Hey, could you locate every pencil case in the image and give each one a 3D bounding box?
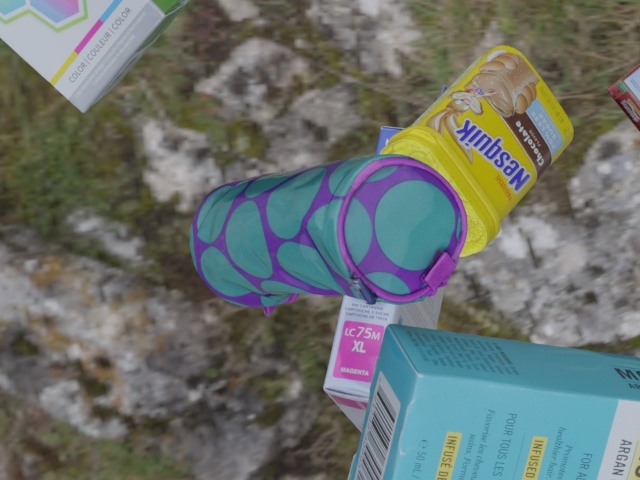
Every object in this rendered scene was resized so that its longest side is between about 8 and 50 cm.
[{"bbox_3d":[0.000,0.000,0.796,0.070,0.064,0.151,58,154,-15],"label":"pencil case"}]

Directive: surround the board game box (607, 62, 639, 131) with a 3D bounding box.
[{"bbox_3d":[0.366,-0.052,1.390,0.281,0.145,0.027,52,157,0],"label":"board game box"}]

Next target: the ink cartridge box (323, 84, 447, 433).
[{"bbox_3d":[0.079,0.023,1.684,0.065,0.186,0.311,10,73,17],"label":"ink cartridge box"}]

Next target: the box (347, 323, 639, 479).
[{"bbox_3d":[0.140,0.108,0.797,0.244,0.060,0.101,8,107,-15],"label":"box"}]

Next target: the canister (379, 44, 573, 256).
[{"bbox_3d":[0.145,-0.085,1.590,0.126,0.170,0.073,53,143,-12],"label":"canister"}]

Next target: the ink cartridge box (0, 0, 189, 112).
[{"bbox_3d":[-0.194,-0.197,1.163,0.209,0.062,0.109,43,127,-5],"label":"ink cartridge box"}]
